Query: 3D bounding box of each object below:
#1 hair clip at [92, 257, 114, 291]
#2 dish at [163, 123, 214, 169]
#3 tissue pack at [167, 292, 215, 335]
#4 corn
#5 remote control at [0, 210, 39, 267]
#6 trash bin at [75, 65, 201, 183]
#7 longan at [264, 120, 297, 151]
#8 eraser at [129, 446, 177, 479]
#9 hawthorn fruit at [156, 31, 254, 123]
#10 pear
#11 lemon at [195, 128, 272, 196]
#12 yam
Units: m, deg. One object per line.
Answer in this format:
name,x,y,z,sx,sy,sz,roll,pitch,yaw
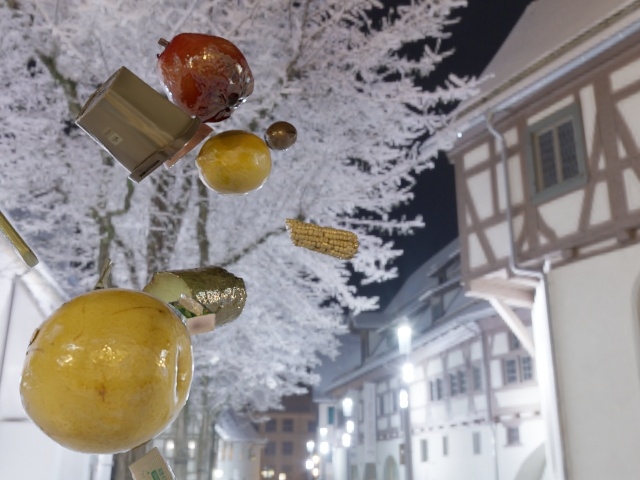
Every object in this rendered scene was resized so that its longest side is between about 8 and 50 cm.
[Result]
hair clip,-0.557,0.097,1.846,0.039,0.115,0.030,-2,-44,9
dish,-0.478,-0.344,2.444,0.090,0.213,0.213,50,-38,-13
tissue pack,-0.336,0.187,1.834,0.085,0.079,0.111,-9,25,-36
corn,0.000,0.000,1.901,0.211,0.087,0.087,10,-21,-11
remote control,-0.880,-0.022,2.005,0.038,0.233,0.098,-36,-20,-21
trash bin,-0.494,-0.313,1.902,0.220,0.219,0.250,-31,-59,30
longan,-0.119,-0.318,2.156,0.113,0.092,0.113,-10,7,1
eraser,-0.434,0.668,1.911,0.096,0.225,0.052,-36,-49,-11
hawthorn fruit,-0.356,-0.497,2.169,0.295,0.295,0.311,22,7,-47
pear,-0.428,0.262,1.438,0.349,0.348,0.348,0,-19,0
lemon,-0.285,-0.259,2.375,0.263,0.236,0.236,-38,2,-31
yam,-0.362,0.174,2.090,0.195,0.195,0.300,-11,-3,29
